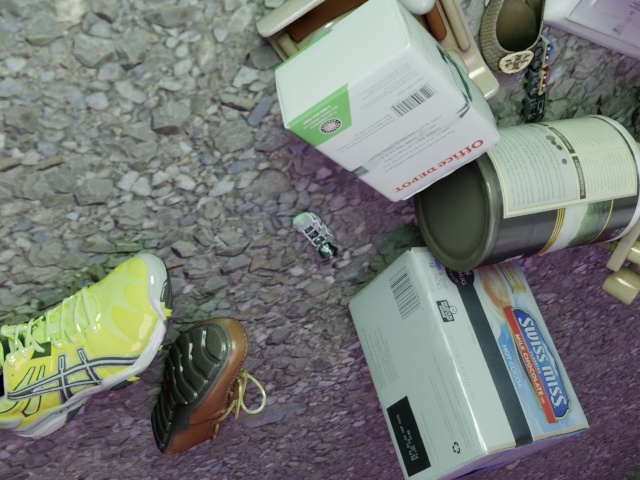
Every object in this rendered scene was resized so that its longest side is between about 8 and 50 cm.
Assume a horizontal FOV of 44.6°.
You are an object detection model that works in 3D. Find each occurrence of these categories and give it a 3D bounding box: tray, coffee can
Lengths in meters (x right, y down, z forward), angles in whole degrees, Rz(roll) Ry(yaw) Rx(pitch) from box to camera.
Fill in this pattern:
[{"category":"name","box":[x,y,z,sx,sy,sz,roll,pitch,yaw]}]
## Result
[{"category":"tray","box":[0.424,-0.325,1.066,0.270,0.030,0.145,5,135,-37]},{"category":"coffee can","box":[0.306,-0.075,1.160,0.275,0.201,0.201,-10,142,-22]}]

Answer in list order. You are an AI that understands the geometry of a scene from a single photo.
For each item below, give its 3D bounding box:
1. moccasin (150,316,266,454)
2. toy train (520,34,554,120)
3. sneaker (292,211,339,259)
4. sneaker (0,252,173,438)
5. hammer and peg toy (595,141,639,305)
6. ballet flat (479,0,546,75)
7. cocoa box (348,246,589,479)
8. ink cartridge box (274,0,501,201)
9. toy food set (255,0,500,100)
[{"category":"moccasin","box":[-0.183,0.250,1.318,0.147,0.139,0.380,-6,140,-27]},{"category":"toy train","box":[0.311,-0.233,1.113,0.036,0.027,0.158,-25,145,-8]},{"category":"sneaker","box":[0.000,0.000,1.175,0.038,0.069,0.098,-39,143,16]},{"category":"sneaker","box":[-0.356,0.154,1.084,0.385,0.145,0.147,-42,142,19]},{"category":"hammer and peg toy","box":[0.555,-0.075,1.311,0.266,0.127,0.361,-48,158,-33]},{"category":"ballet flat","box":[0.251,-0.296,0.967,0.084,0.058,0.250,-18,144,-11]},{"category":"cocoa box","box":[0.237,0.205,1.313,0.228,0.347,0.231,-3,153,-31]},{"category":"ink cartridge box","box":[0.080,-0.151,0.882,0.160,0.092,0.219,-30,145,25]},{"category":"toy food set","box":[0.085,-0.217,0.934,0.220,0.092,0.306,-32,144,8]}]
